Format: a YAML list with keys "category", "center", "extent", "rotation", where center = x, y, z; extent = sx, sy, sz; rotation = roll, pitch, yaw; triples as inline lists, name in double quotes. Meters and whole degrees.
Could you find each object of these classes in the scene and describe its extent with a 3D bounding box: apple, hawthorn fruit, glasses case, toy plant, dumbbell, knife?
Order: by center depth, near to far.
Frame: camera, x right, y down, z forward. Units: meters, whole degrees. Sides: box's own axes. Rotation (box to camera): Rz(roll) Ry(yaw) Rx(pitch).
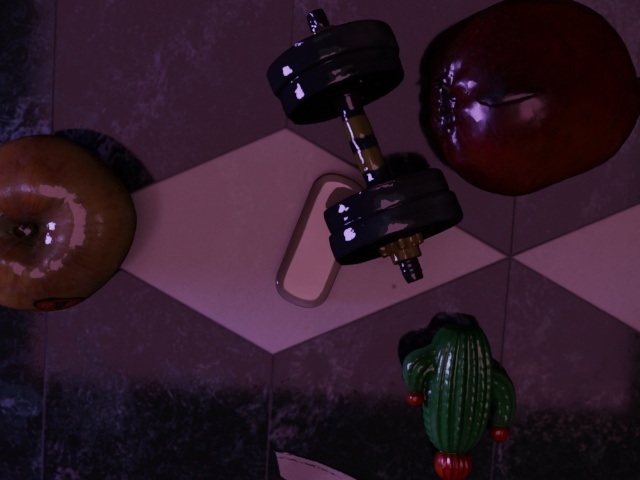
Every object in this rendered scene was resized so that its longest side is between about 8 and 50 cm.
- category: "hawthorn fruit"
  center: [0.295, -0.195, 1.566]
  extent: [0.307, 0.265, 0.265]
  rotation: [-13, 98, -14]
- category: "dumbbell"
  center: [0.057, -0.127, 1.575]
  extent: [0.185, 0.185, 0.388]
  rotation: [-20, 81, 3]
- category: "apple"
  center: [-0.379, -0.023, 1.621]
  extent: [0.261, 0.194, 0.260]
  rotation: [0, 96, 3]
- category: "glasses case"
  center: [0.000, 0.000, 1.691]
  extent: [0.083, 0.050, 0.196]
  rotation: [23, 97, -5]
- category: "toy plant"
  center: [0.207, 0.236, 1.704]
  extent: [0.155, 0.088, 0.240]
  rotation: [-25, 104, -11]
- category: "knife"
  center: [0.029, 0.372, 1.757]
  extent: [0.230, 0.028, 0.060]
  rotation: [30, 85, 0]
